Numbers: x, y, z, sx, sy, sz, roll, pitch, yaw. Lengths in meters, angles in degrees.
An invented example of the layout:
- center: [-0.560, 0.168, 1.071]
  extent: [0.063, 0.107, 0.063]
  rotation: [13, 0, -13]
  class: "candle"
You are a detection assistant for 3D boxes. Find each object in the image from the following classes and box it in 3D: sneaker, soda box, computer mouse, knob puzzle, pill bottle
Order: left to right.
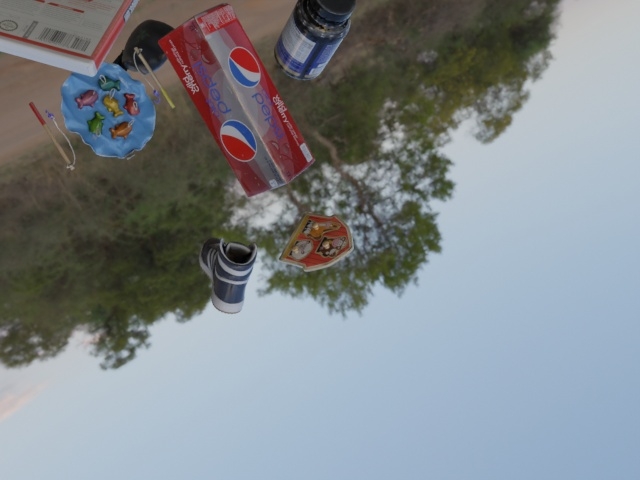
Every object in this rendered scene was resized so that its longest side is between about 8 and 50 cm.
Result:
- center: [-0.407, -0.430, 1.567]
  extent: [0.272, 0.072, 0.189]
  rotation: [15, -106, 56]
  class: "computer mouse"
- center: [-0.222, 0.034, 1.683]
  extent: [0.099, 0.153, 0.282]
  rotation: [4, -150, -21]
  class: "sneaker"
- center: [-0.119, -0.201, 1.024]
  extent: [0.092, 0.263, 0.083]
  rotation: [-14, -159, 42]
  class: "soda box"
- center: [-0.010, -0.447, 1.485]
  extent: [0.122, 0.123, 0.219]
  rotation: [-33, 174, -31]
  class: "pill bottle"
- center: [0.000, 0.000, 1.897]
  extent: [0.213, 0.030, 0.213]
  rotation: [-11, -131, 14]
  class: "knob puzzle"

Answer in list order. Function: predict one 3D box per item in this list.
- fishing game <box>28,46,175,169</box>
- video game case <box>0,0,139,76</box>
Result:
- center: [-0.391, -0.245, 1.311]
  extent: [0.264, 0.189, 0.041]
  rotation: [-38, -164, -37]
  class: "fishing game"
- center: [-0.321, -0.341, 0.887]
  extent: [0.025, 0.204, 0.285]
  rotation: [99, 9, -61]
  class: "video game case"
